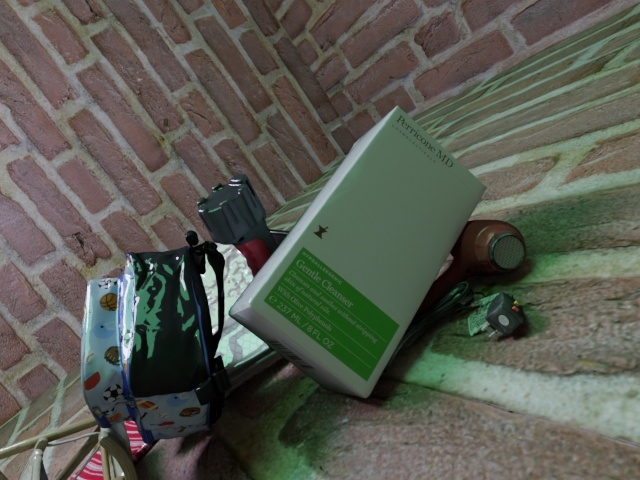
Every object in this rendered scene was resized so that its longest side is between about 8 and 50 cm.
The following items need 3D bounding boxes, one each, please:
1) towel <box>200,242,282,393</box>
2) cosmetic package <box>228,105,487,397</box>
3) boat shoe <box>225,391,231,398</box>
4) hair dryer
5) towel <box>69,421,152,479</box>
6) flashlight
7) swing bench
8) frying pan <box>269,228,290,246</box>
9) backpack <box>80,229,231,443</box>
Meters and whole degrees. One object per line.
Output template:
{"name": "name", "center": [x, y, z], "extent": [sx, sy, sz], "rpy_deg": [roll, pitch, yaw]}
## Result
{"name": "towel", "center": [-0.237, 0.159, 0.934], "extent": [0.331, 0.053, 0.317], "rpy_deg": [-31, 53, -14]}
{"name": "cosmetic package", "center": [0.058, 0.012, 0.692], "extent": [0.366, 0.197, 0.155], "rpy_deg": [-55, 9, -22]}
{"name": "boat shoe", "center": [-0.300, 0.286, 0.990], "extent": [0.335, 0.119, 0.121], "rpy_deg": [0, 52, 30]}
{"name": "hair dryer", "center": [0.184, 0.048, 0.683], "extent": [0.223, 0.080, 0.293], "rpy_deg": [-27, 14, 36]}
{"name": "towel", "center": [-0.424, 0.444, 0.947], "extent": [0.198, 0.031, 0.275], "rpy_deg": [-22, 18, 45]}
{"name": "flashlight", "center": [-0.096, 0.054, 0.760], "extent": [0.103, 0.304, 0.103], "rpy_deg": [-24, 33, 3]}
{"name": "swing bench", "center": [-0.409, 0.385, 0.747], "extent": [0.254, 0.165, 0.253], "rpy_deg": [-33, 19, -21]}
{"name": "frying pan", "center": [-0.009, -0.002, 1.145], "extent": [0.325, 0.053, 0.197], "rpy_deg": [6, 2, -13]}
{"name": "backpack", "center": [-0.236, 0.173, 0.713], "extent": [0.213, 0.264, 0.277], "rpy_deg": [-7, 47, -8]}
